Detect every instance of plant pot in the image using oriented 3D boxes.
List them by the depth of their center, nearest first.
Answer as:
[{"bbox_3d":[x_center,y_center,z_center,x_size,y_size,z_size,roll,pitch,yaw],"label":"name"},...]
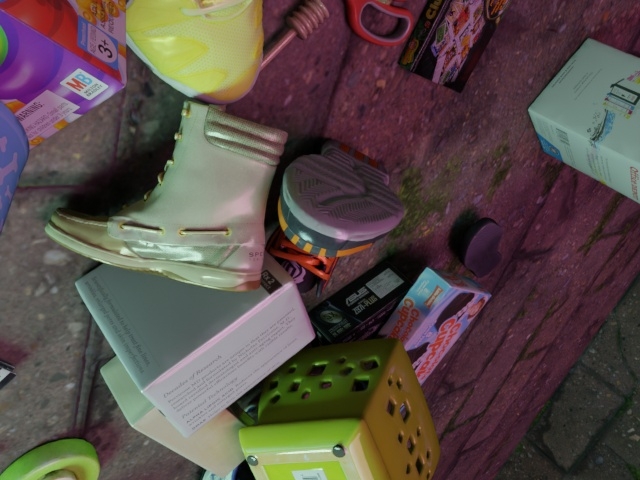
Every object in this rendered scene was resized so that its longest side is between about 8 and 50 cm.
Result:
[{"bbox_3d":[0.027,0.300,0.839,0.228,0.227,0.207,69,27,-15],"label":"plant pot"}]

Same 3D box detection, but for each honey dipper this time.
[{"bbox_3d":[-0.057,-0.188,0.593,0.161,0.030,0.030,-45,145,-1],"label":"honey dipper"}]

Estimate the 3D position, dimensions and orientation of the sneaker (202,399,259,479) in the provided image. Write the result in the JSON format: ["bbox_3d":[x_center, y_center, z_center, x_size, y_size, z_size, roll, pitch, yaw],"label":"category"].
[{"bbox_3d":[-0.139,0.419,0.971,0.112,0.131,0.296,16,109,-10],"label":"sneaker"}]

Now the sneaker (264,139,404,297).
[{"bbox_3d":[0.000,0.000,0.647,0.180,0.124,0.321,-61,178,18],"label":"sneaker"}]

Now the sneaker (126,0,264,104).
[{"bbox_3d":[-0.095,-0.250,0.394,0.145,0.147,0.384,-34,145,-22],"label":"sneaker"}]

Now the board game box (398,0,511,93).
[{"bbox_3d":[0.205,-0.327,0.736,0.136,0.030,0.259,5,120,-46],"label":"board game box"}]

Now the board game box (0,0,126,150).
[{"bbox_3d":[-0.250,-0.163,0.273,0.144,0.142,0.275,-22,153,26],"label":"board game box"}]

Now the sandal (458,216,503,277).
[{"bbox_3d":[0.318,0.017,1.168,0.097,0.054,0.254,-39,154,0],"label":"sandal"}]

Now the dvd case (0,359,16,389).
[{"bbox_3d":[-0.428,0.142,0.528,0.164,0.018,0.221,-43,144,-8],"label":"dvd case"}]

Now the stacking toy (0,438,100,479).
[{"bbox_3d":[-0.405,0.396,0.697,0.309,0.130,0.279,18,110,-52],"label":"stacking toy"}]

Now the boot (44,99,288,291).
[{"bbox_3d":[-0.145,-0.051,0.542,0.077,0.213,0.165,-26,128,-81],"label":"boot"}]

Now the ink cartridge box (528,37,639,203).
[{"bbox_3d":[0.527,-0.206,1.009,0.168,0.233,0.171,-50,145,4],"label":"ink cartridge box"}]

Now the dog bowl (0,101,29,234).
[{"bbox_3d":[-0.300,-0.003,0.345,0.297,0.074,0.166,-27,152,34],"label":"dog bowl"}]

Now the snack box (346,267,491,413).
[{"bbox_3d":[0.156,0.198,1.018,0.187,0.060,0.322,14,114,-53],"label":"snack box"}]

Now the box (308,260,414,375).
[{"bbox_3d":[0.074,0.146,1.002,0.180,0.077,0.147,-33,142,-19],"label":"box"}]

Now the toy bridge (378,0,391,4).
[{"bbox_3d":[0.010,-0.249,0.534,0.188,0.063,0.026,-30,145,-57],"label":"toy bridge"}]

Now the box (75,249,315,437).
[{"bbox_3d":[-0.134,0.076,0.630,0.182,0.181,0.119,-36,141,-17],"label":"box"}]

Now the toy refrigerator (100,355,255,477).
[{"bbox_3d":[-0.179,0.234,0.803,0.094,0.102,0.269,-40,143,-12],"label":"toy refrigerator"}]

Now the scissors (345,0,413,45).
[{"bbox_3d":[0.012,-0.276,0.588,0.297,0.021,0.109,-4,126,-45],"label":"scissors"}]
